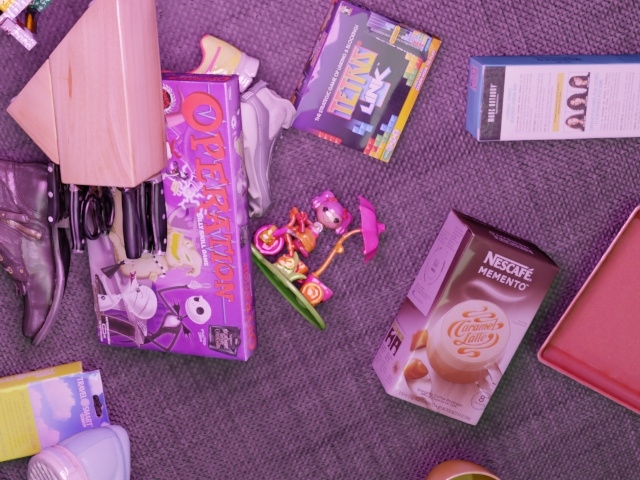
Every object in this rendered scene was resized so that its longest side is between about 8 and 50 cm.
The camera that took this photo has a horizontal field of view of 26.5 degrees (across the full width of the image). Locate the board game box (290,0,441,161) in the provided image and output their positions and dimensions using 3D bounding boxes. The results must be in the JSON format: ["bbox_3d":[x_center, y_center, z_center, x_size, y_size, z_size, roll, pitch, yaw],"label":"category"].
[{"bbox_3d":[0.052,-0.202,1.706,0.141,0.048,0.170,18,105,-18],"label":"board game box"}]

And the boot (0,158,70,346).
[{"bbox_3d":[-0.420,-0.007,1.670,0.228,0.091,0.263,8,104,-9],"label":"boot"}]

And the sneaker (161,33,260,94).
[{"bbox_3d":[-0.170,-0.164,1.665,0.094,0.081,0.208,39,92,-13],"label":"sneaker"}]

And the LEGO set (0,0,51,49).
[{"bbox_3d":[-0.311,-0.372,1.491,0.331,0.192,0.255,-37,113,3],"label":"LEGO set"}]

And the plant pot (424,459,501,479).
[{"bbox_3d":[0.193,0.362,1.913,0.134,0.095,0.134,-4,111,-11],"label":"plant pot"}]

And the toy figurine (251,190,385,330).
[{"bbox_3d":[0.000,0.000,1.753,0.159,0.130,0.173,-44,88,-8],"label":"toy figurine"}]

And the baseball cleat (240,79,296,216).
[{"bbox_3d":[-0.069,-0.112,1.676,0.109,0.072,0.206,-40,154,-21],"label":"baseball cleat"}]

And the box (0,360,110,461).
[{"bbox_3d":[-0.369,0.225,1.777,0.178,0.042,0.109,-11,112,-9],"label":"box"}]

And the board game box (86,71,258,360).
[{"bbox_3d":[-0.186,-0.030,1.631,0.208,0.056,0.347,3,111,16],"label":"board game box"}]

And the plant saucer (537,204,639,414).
[{"bbox_3d":[0.463,0.105,1.902,0.259,0.048,0.258,28,102,-20],"label":"plant saucer"}]

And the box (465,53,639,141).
[{"bbox_3d":[0.314,-0.186,1.757,0.244,0.060,0.101,-2,110,-11],"label":"box"}]

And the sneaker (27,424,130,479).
[{"bbox_3d":[-0.293,0.398,1.808,0.150,0.135,0.366,-27,139,-37],"label":"sneaker"}]

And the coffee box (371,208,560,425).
[{"bbox_3d":[0.191,0.103,1.817,0.141,0.098,0.247,21,104,-18],"label":"coffee box"}]

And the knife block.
[{"bbox_3d":[-0.220,-0.114,1.537,0.242,0.088,0.275,46,118,0],"label":"knife block"}]
